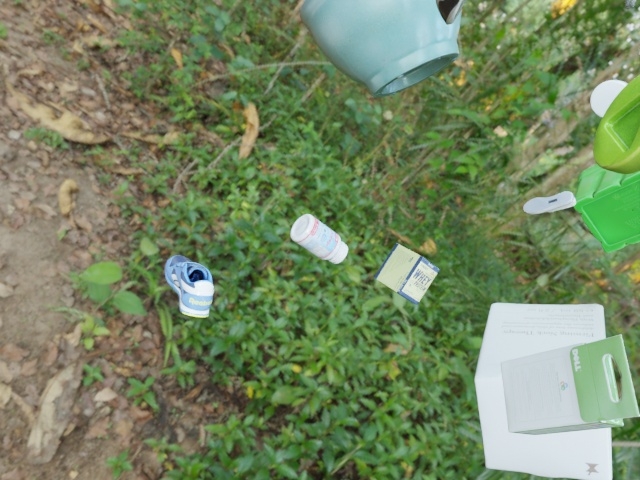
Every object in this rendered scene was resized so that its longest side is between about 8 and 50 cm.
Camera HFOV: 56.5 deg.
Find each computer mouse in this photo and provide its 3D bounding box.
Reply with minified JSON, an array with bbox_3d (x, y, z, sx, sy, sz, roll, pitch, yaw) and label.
[{"bbox_3d":[0.175,-0.340,0.739,0.042,0.106,0.193,29,-13,4],"label":"computer mouse"}]

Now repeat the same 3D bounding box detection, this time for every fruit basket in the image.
[{"bbox_3d":[0.892,-0.175,1.582,0.283,0.392,0.392,55,21,0],"label":"fruit basket"}]

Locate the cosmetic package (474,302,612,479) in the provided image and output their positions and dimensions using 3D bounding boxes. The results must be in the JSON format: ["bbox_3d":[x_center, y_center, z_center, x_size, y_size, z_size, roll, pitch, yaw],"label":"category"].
[{"bbox_3d":[0.647,0.415,1.711,0.393,0.330,0.327,-50,133,-57],"label":"cosmetic package"}]

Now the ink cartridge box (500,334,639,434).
[{"bbox_3d":[0.362,0.212,0.851,0.062,0.209,0.108,16,62,-29],"label":"ink cartridge box"}]

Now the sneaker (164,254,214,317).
[{"bbox_3d":[-0.188,0.054,0.873,0.053,0.059,0.144,5,25,-33],"label":"sneaker"}]

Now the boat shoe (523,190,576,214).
[{"bbox_3d":[0.456,-0.069,1.183,0.035,0.100,0.035,36,48,-39],"label":"boat shoe"}]

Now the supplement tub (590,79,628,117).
[{"bbox_3d":[0.553,-0.268,1.127,0.071,0.071,0.107,48,31,10],"label":"supplement tub"}]

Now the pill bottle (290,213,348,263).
[{"bbox_3d":[0.000,0.000,1.671,0.160,0.087,0.087,35,22,-32],"label":"pill bottle"}]

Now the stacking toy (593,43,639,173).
[{"bbox_3d":[0.464,-0.176,0.658,0.130,0.308,0.279,23,0,-7],"label":"stacking toy"}]

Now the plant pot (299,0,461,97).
[{"bbox_3d":[0.135,-0.385,1.087,0.196,0.293,0.293,66,22,0],"label":"plant pot"}]

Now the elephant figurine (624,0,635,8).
[{"bbox_3d":[0.750,-0.606,1.200,0.186,0.240,0.169,15,-50,66],"label":"elephant figurine"}]

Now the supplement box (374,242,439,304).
[{"bbox_3d":[0.165,0.063,1.139,0.056,0.083,0.083,33,-1,-36],"label":"supplement box"}]
